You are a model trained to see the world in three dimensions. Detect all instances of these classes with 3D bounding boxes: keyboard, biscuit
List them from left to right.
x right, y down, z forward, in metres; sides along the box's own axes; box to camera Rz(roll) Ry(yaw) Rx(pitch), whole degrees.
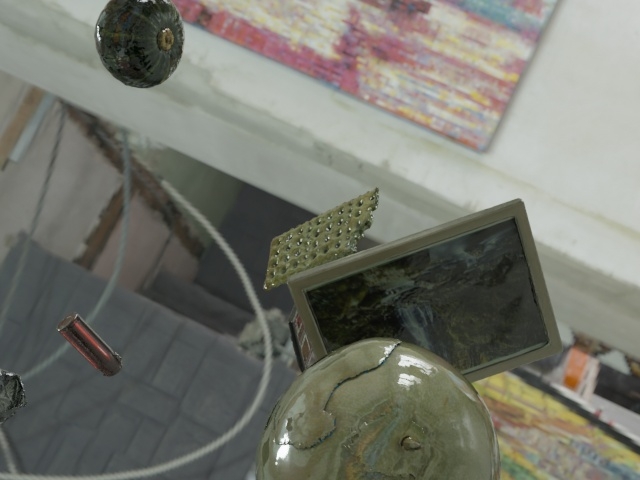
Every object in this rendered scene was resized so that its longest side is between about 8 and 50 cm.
[{"bbox_3d":[-0.010,0.114,1.783,0.381,0.041,0.103,-52,-49,-69],"label":"keyboard"},{"bbox_3d":[0.001,0.001,1.583,0.203,0.016,0.144,-24,32,23],"label":"biscuit"}]

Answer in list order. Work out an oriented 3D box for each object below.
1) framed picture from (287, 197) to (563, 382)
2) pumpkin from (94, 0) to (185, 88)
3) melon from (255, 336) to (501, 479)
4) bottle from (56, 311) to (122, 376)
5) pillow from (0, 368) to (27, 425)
[{"bbox_3d":[0.143,0.099,1.359,0.020,0.324,0.240,-107,-1,-66],"label":"framed picture"},{"bbox_3d":[-0.303,-0.339,1.732,0.167,0.125,0.167,4,-90,-71],"label":"pumpkin"},{"bbox_3d":[0.063,0.244,1.109,0.268,0.269,0.330,-61,-5,-26],"label":"melon"},{"bbox_3d":[-0.495,0.229,2.234,0.060,0.164,0.060,-30,26,16],"label":"bottle"},{"bbox_3d":[-0.709,0.317,1.879,0.335,0.092,0.161,-22,-45,-9],"label":"pillow"}]
